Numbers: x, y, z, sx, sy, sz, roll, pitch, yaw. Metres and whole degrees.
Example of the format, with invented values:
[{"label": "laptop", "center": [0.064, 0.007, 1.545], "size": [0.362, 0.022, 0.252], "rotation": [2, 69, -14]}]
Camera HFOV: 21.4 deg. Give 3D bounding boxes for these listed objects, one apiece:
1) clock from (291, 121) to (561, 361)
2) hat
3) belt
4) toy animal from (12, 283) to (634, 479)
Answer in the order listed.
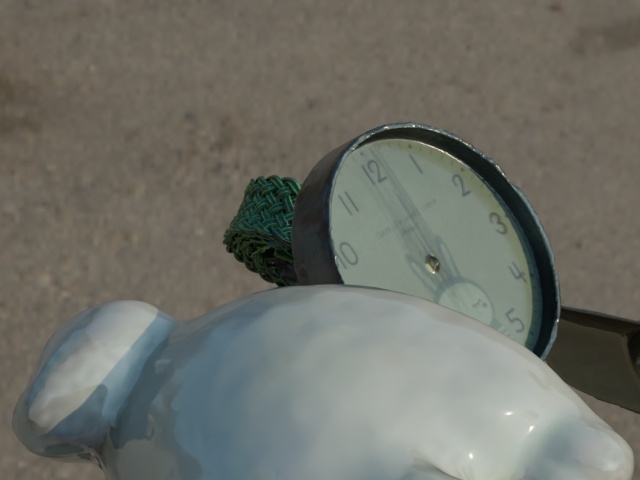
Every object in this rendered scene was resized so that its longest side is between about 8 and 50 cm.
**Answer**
[{"label": "clock", "center": [0.079, 0.017, 1.195], "size": [0.215, 0.042, 0.215], "rotation": [18, 57, -29]}, {"label": "hat", "center": [0.394, 0.106, 2.057], "size": [0.245, 0.214, 0.149], "rotation": [30, 64, 28]}, {"label": "belt", "center": [0.000, 0.000, 1.396], "size": [0.151, 0.121, 0.079], "rotation": [32, 70, -11]}, {"label": "toy animal", "center": [-0.051, 0.149, 0.603], "size": [0.241, 0.196, 0.367], "rotation": [25, 31, 10]}]
